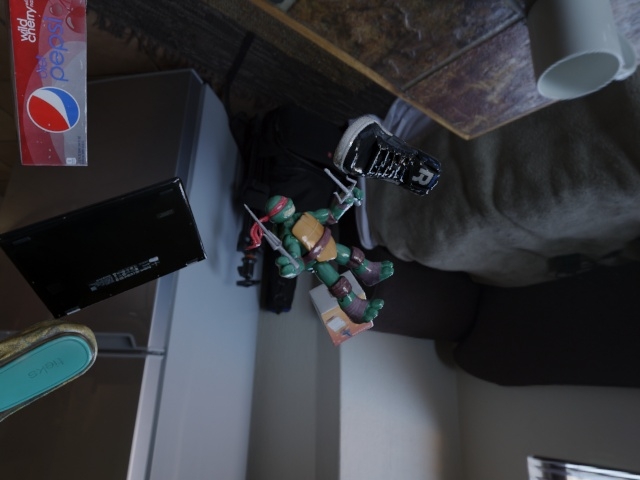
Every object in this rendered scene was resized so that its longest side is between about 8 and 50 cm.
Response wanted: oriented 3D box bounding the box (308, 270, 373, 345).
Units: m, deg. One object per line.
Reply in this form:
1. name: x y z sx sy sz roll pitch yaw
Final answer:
1. box: 0.059 0.189 1.140 0.130 0.091 0.171 -27 136 -6

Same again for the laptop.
1. laptop: -0.527 0.013 1.086 0.381 0.236 0.408 -24 136 -20

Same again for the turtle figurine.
1. turtle figurine: 0.000 0.000 0.566 0.234 0.175 0.118 45 153 -21

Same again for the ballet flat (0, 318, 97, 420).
1. ballet flat: -0.506 0.220 0.592 0.348 0.123 0.123 -28 176 -29

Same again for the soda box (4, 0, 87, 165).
1. soda box: -0.398 -0.247 0.606 0.092 0.264 0.083 -5 -149 -37

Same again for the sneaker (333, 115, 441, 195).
1. sneaker: 0.111 -0.113 0.592 0.121 0.079 0.217 32 -158 17
